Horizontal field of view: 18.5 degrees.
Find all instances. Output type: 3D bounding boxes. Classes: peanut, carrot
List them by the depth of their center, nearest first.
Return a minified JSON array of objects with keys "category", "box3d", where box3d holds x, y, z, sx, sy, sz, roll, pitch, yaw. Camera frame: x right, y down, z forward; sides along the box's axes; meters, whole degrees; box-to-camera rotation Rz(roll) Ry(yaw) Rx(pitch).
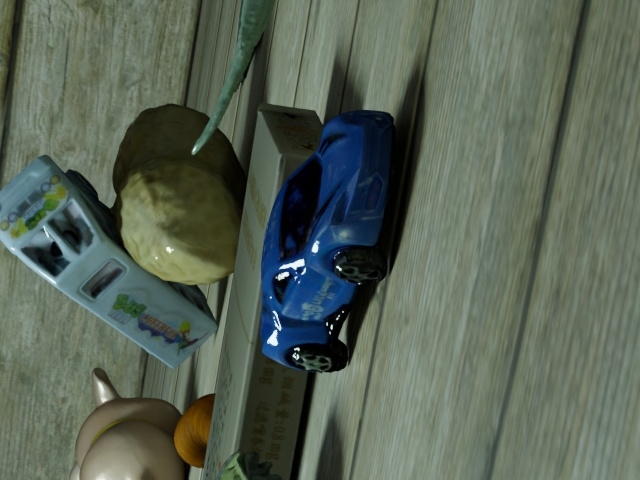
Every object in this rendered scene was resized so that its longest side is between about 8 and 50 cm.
[{"category":"carrot","box3d":[-0.088,0.166,1.717,0.066,0.062,0.271,-50,4,-14]},{"category":"peanut","box3d":[-0.147,-0.045,2.061,0.313,0.149,0.149,-106,25,-69]}]

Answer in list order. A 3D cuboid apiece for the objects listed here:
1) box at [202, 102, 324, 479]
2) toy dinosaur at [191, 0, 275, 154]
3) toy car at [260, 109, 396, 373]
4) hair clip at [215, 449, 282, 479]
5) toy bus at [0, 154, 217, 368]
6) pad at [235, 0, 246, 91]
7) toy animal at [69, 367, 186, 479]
[{"category":"box","box3d":[-0.043,0.096,1.435,0.204,0.051,0.365,-113,32,-75]},{"category":"toy dinosaur","box3d":[-0.038,-0.260,1.646,0.205,0.092,0.393,-115,32,-77]},{"category":"toy car","box3d":[0.000,0.000,1.152,0.216,0.063,0.103,110,167,-59]},{"category":"hair clip","box3d":[-0.064,0.299,1.251,0.138,0.091,0.321,-111,40,-74]},{"category":"toy bus","box3d":[-0.231,0.031,2.120,0.136,0.109,0.329,50,-177,30]},{"category":"pad","box3d":[-0.080,-0.282,2.291,0.233,0.022,0.174,121,155,-76]},{"category":"toy animal","box3d":[-0.231,0.280,2.406,0.165,0.149,0.248,-66,21,7]}]
